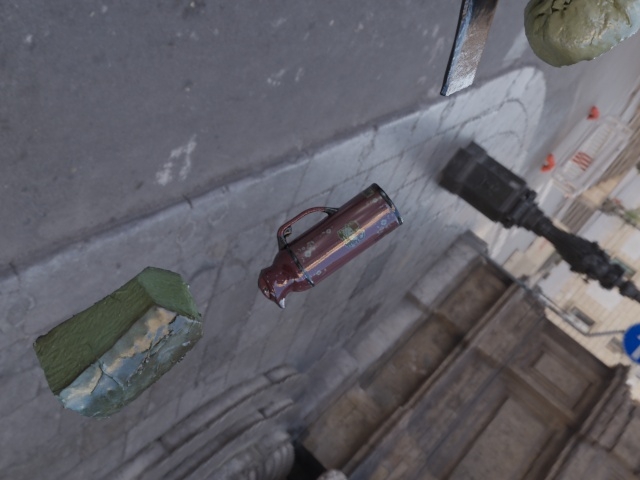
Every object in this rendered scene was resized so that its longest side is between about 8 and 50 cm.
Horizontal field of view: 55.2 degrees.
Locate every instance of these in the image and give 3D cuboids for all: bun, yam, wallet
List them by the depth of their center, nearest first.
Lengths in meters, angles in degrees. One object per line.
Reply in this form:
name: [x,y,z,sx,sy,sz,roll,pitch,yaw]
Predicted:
yam: [-0.356,0.183,1.149,0.271,0.202,0.201,-45,141,6]
bun: [0.530,-0.482,1.238,0.259,0.152,0.259,-36,-154,21]
wallet: [0.315,-0.439,1.261,0.146,0.030,0.286,-34,145,-42]

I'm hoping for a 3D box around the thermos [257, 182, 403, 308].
thermos: [0.004,0.006,1.294,0.330,0.109,0.136,-35,126,-2]
